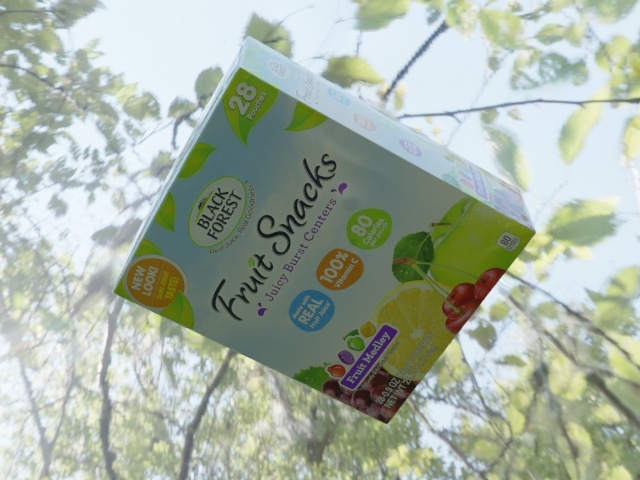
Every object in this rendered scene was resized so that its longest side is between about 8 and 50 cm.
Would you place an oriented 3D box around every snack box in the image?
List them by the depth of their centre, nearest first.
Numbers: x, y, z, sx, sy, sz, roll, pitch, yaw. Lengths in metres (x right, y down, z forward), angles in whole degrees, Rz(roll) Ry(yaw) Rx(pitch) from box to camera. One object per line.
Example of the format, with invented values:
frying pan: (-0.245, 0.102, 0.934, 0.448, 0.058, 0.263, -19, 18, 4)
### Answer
snack box: (0.000, 0.000, 0.623, 0.207, 0.070, 0.174, 27, -65, -11)
